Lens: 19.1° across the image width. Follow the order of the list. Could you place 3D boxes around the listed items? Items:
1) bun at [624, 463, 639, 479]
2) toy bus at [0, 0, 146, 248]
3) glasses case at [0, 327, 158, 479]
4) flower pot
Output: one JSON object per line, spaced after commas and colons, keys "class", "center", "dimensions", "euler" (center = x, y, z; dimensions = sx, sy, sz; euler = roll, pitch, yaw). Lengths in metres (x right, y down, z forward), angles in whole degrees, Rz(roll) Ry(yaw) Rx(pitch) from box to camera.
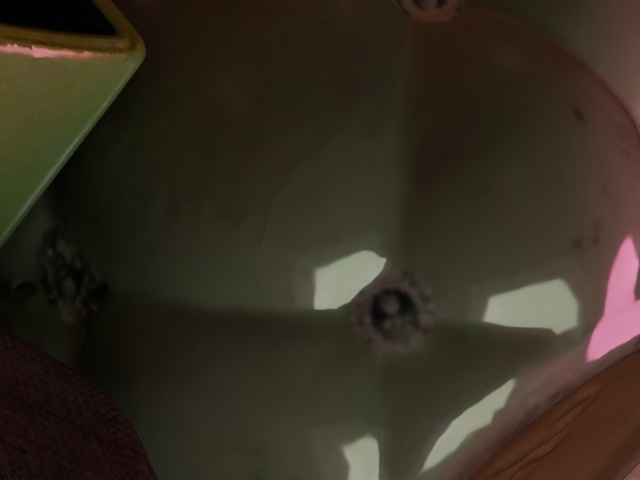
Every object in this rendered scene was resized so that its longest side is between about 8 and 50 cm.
{"class": "bun", "center": [0.120, 0.188, 0.975], "dimensions": [0.365, 0.219, 0.365], "euler": [-19, 147, -13]}
{"class": "toy bus", "center": [-0.130, -0.011, 0.440], "dimensions": [0.175, 0.101, 0.088], "euler": [-50, 156, 23]}
{"class": "glasses case", "center": [-0.165, 0.019, 0.322], "dimensions": [0.131, 0.074, 0.323], "euler": [-38, 134, 11]}
{"class": "flower pot", "center": [0.000, 0.000, 0.545], "dimensions": [0.246, 0.195, 0.246], "euler": [-35, 157, -17]}
